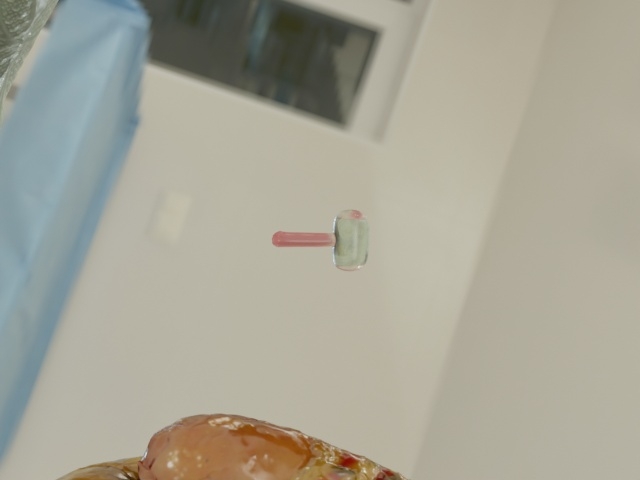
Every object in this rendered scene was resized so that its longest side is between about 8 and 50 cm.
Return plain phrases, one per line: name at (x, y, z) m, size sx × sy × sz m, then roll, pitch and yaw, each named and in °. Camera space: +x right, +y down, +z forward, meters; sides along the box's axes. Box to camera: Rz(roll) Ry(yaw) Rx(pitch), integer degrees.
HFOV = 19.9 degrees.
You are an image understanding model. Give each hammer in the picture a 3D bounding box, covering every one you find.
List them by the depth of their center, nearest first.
hammer at (0.000, 0.000, 1.524) m, size 0.031 × 0.083 × 0.052 m, roll -149°, pitch -120°, yaw -75°

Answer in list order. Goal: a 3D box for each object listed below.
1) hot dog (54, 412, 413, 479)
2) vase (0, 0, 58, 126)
hot dog at (0.000, 0.168, 0.741) m, size 0.153 × 0.256 × 0.150 m, roll -43°, pitch -170°, yaw 11°
vase at (-0.230, -0.164, 1.292) m, size 0.219 × 0.096 × 0.096 m, roll -58°, pitch -173°, yaw 35°
